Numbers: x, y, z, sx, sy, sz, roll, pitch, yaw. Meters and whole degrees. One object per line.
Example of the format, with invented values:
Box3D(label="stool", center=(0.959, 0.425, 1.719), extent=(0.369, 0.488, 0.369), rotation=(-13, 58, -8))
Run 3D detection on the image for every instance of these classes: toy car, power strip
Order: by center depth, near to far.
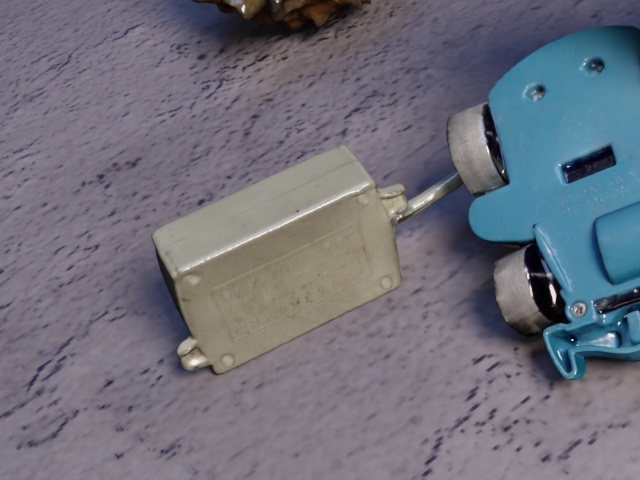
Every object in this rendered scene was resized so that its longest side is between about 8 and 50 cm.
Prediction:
Box3D(label="toy car", center=(0.143, -0.015, 0.534), extent=(0.126, 0.098, 0.161), rotation=(-25, 62, 28))
Box3D(label="power strip", center=(0.000, 0.000, 0.568), extent=(0.175, 0.075, 0.042), rotation=(-25, 41, -9))

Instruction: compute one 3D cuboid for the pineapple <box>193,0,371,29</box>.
Box3D(label="pineapple", center=(-0.022, -0.211, 0.759), extent=(0.166, 0.166, 0.193), rotation=(3, 51, 24))
